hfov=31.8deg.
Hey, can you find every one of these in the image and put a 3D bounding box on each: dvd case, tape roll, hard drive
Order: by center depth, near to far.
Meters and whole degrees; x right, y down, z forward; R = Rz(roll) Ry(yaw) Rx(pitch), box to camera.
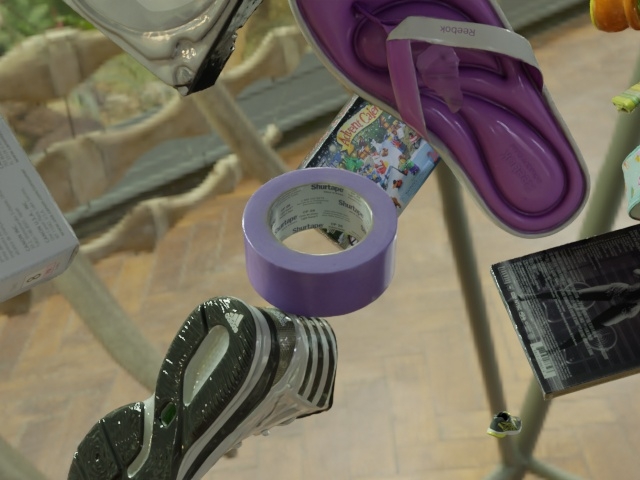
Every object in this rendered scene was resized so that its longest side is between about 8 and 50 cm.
[{"bbox_3d":[-0.187,-0.325,1.029,0.339,0.237,0.064,40,28,9],"label":"hard drive"},{"bbox_3d":[0.304,0.062,1.145,0.221,0.018,0.164,-16,53,-2],"label":"dvd case"},{"bbox_3d":[0.000,0.000,1.380,0.189,0.080,0.189,-1,45,1],"label":"tape roll"}]

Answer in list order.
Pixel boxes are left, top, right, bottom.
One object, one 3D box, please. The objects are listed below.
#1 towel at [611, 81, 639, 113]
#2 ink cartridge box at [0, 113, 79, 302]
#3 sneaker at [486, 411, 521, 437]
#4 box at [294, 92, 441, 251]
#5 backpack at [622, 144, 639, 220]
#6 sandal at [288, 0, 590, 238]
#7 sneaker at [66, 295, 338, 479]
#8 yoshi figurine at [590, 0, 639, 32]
[{"bbox_3d":[0.461,-0.218,1.335,0.237,0.021,0.102,-31,6,10],"label":"towel"},{"bbox_3d":[-0.292,-0.022,0.668,0.232,0.189,0.066,-28,-12,-29],"label":"ink cartridge box"},{"bbox_3d":[0.284,0.276,1.702,0.031,0.035,0.083,22,17,32],"label":"sneaker"},{"bbox_3d":[0.066,-0.104,1.646,0.233,0.159,0.044,-54,15,-8],"label":"box"},{"bbox_3d":[0.485,-0.064,1.430,0.189,0.144,0.166,12,-19,-13],"label":"backpack"},{"bbox_3d":[0.144,-0.155,1.111,0.169,0.416,0.102,-46,24,8],"label":"sandal"},{"bbox_3d":[-0.131,0.260,1.464,0.258,0.447,0.169,11,38,-46],"label":"sneaker"},{"bbox_3d":[0.472,-0.330,1.196,0.362,0.202,0.204,-1,-21,45],"label":"yoshi figurine"}]
